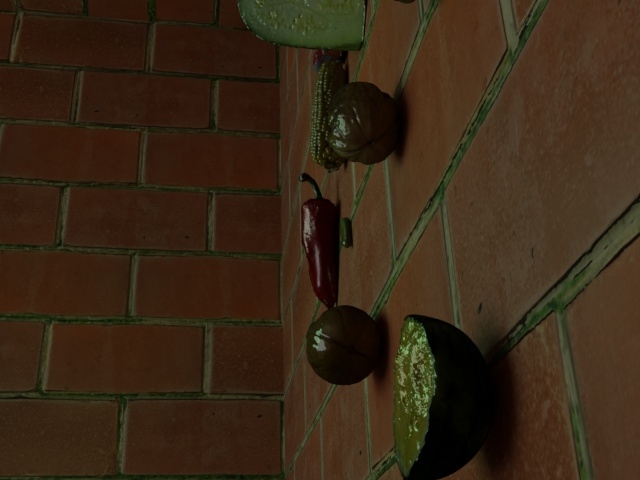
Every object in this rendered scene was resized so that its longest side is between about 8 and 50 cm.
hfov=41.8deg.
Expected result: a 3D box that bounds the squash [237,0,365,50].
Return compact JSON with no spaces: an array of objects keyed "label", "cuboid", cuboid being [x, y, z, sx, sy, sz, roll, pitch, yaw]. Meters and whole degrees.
[{"label":"squash","cuboid":[-0.052,-0.607,2.116,0.210,0.308,0.234,-116,30,-72]}]

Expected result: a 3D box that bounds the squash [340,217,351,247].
[{"label":"squash","cuboid":[0.066,-0.017,2.134,0.027,0.027,0.083,107,163,-60]}]

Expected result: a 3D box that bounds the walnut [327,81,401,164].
[{"label":"walnut","cuboid":[0.083,-0.237,1.665,0.184,0.155,0.156,-96,12,-55]}]

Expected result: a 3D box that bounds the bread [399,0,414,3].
[{"label":"bread","cuboid":[0.163,-0.507,1.423,0.128,0.087,0.232,125,154,-59]}]

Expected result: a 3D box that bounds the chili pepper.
[{"label":"chili pepper","cuboid":[0.000,0.000,2.340,0.110,0.110,0.388,144,123,-79]}]

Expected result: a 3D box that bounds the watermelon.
[{"label":"watermelon","cuboid":[0.159,0.213,1.091,0.204,0.127,0.232,120,152,-72]}]

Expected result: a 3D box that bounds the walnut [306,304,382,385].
[{"label":"walnut","cuboid":[0.048,0.219,1.755,0.207,0.167,0.168,141,130,-82]}]

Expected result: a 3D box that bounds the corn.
[{"label":"corn","cuboid":[0.021,-0.343,2.268,0.102,0.101,0.313,120,151,-72]}]

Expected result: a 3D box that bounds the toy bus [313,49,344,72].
[{"label":"toy bus","cuboid":[0.024,-0.523,2.374,0.192,0.077,0.065,151,123,-79]}]
